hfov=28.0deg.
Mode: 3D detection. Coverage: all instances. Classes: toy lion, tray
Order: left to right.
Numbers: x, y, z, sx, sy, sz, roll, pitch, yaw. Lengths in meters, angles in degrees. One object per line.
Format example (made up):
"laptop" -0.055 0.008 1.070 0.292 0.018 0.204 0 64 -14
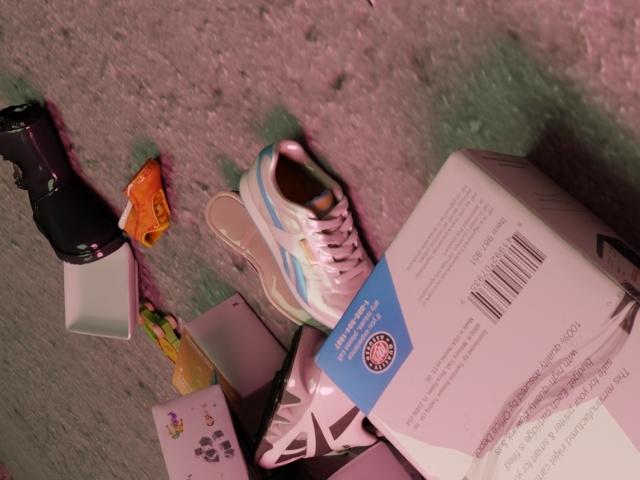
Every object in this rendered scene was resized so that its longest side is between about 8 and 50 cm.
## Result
"tray" -0.337 0.074 1.986 0.270 0.030 0.145 -1 92 59
"toy lion" -0.234 0.148 1.933 0.100 0.034 0.096 26 146 47

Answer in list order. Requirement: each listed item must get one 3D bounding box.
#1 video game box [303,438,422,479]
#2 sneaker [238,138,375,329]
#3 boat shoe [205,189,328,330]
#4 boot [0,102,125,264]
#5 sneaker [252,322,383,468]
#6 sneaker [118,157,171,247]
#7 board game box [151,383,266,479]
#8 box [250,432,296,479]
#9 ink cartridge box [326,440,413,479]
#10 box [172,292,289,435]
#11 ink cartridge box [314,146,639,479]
"video game box" 0.062 0.321 1.595 0.205 0.048 0.187 16 128 52
"sneaker" 0.000 0.000 1.337 0.228 0.087 0.092 53 150 7
"boat shoe" -0.046 0.020 1.483 0.206 0.075 0.065 46 -167 14
"boot" -0.395 -0.088 1.888 0.246 0.094 0.207 29 145 53
"sneaker" 0.008 0.202 1.474 0.146 0.122 0.330 16 157 -6
"sneaker" -0.223 -0.052 1.698 0.067 0.064 0.175 33 153 7
"board game box" -0.099 0.355 1.543 0.224 0.098 0.303 71 179 -62
"box" -0.078 0.369 1.820 0.183 0.059 0.232 48 153 50
"ink cartridge box" 0.057 0.350 1.484 0.160 0.093 0.219 52 150 15
"box" -0.117 0.175 1.697 0.130 0.091 0.170 49 151 19
"ink cartridge box" 0.180 0.108 0.999 0.307 0.129 0.223 44 113 27
